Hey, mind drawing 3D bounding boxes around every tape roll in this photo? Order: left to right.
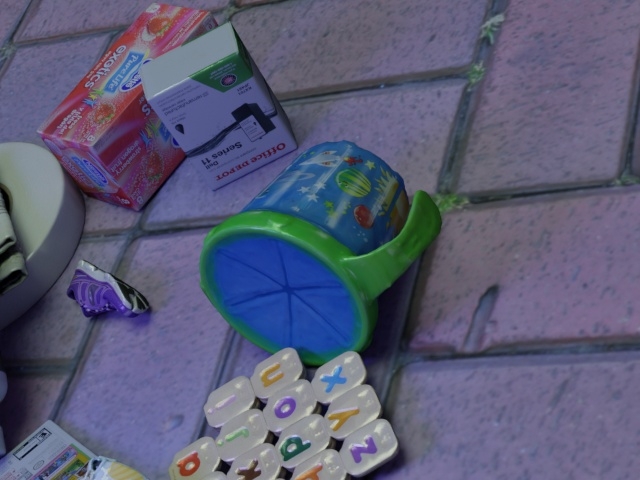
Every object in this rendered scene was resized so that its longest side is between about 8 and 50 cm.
[{"bbox_3d":[-0.554,0.005,2.196,0.392,0.072,0.392,-17,44,17],"label":"tape roll"}]

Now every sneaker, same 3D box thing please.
[{"bbox_3d":[-0.305,0.084,1.984,0.170,0.068,0.071,20,78,52],"label":"sneaker"}]

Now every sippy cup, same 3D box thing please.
[{"bbox_3d":[0.000,0.000,1.757,0.305,0.240,0.224,19,49,17],"label":"sippy cup"}]

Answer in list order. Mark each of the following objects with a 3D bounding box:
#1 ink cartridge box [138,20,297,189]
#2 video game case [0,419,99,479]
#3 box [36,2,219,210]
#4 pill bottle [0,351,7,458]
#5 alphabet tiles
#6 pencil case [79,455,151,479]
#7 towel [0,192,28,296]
[{"bbox_3d":[-0.145,-0.192,2.029,0.153,0.208,0.087,-27,44,8],"label":"ink cartridge box"},{"bbox_3d":[-0.380,0.333,1.769,0.212,0.023,0.193,-40,33,-21],"label":"video game case"},{"bbox_3d":[-0.271,-0.211,2.168,0.142,0.154,0.300,17,59,41],"label":"box"},{"bbox_3d":[-0.521,0.150,1.876,0.176,0.176,0.318,-20,75,14],"label":"pill bottle"},{"bbox_3d":[-0.046,0.258,1.654,0.278,0.021,0.284,-32,45,7],"label":"alphabet tiles"},{"bbox_3d":[-0.283,0.386,1.616,0.113,0.124,0.273,13,59,30],"label":"pencil case"},{"bbox_3d":[-0.601,0.032,2.102,0.312,0.056,0.324,-33,42,0],"label":"towel"}]
